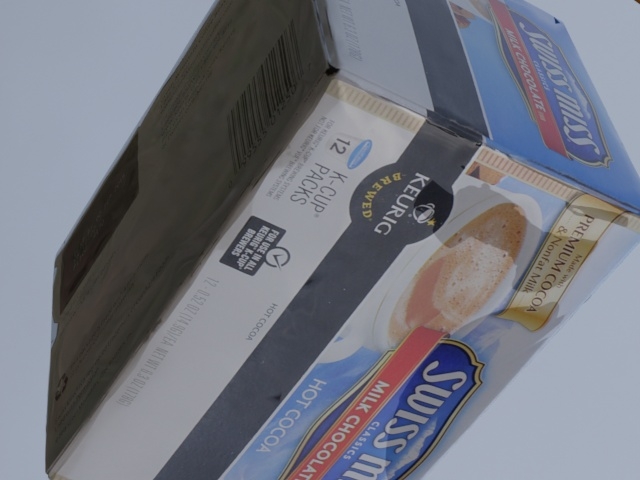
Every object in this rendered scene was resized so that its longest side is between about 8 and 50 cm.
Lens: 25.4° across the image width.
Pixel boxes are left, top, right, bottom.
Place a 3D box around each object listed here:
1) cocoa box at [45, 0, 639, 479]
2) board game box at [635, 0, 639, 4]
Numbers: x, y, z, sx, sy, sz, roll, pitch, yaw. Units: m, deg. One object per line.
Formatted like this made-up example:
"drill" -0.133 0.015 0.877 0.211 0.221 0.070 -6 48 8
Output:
"cocoa box" 0.000 0.000 0.914 0.347 0.228 0.231 -53 -152 29
"board game box" 0.284 -0.167 0.258 0.356 0.356 0.356 19 -98 62
